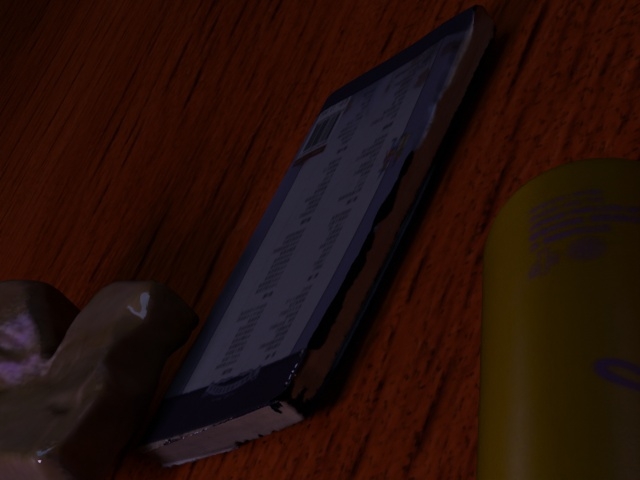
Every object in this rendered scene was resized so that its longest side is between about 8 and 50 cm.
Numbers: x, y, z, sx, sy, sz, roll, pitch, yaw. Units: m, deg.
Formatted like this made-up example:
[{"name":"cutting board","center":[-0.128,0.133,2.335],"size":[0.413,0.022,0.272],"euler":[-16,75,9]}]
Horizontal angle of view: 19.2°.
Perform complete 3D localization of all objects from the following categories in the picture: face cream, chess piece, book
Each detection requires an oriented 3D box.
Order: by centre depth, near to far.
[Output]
[{"name":"face cream","center":[0.078,0.083,0.496],"size":[0.078,0.078,0.273],"euler":[-43,21,30]},{"name":"book","center":[0.001,0.001,0.919],"size":[0.157,0.026,0.231],"euler":[-27,32,59]},{"name":"chess piece","center":[-0.169,0.086,1.046],"size":[0.301,0.137,0.137],"euler":[-4,53,61]}]
